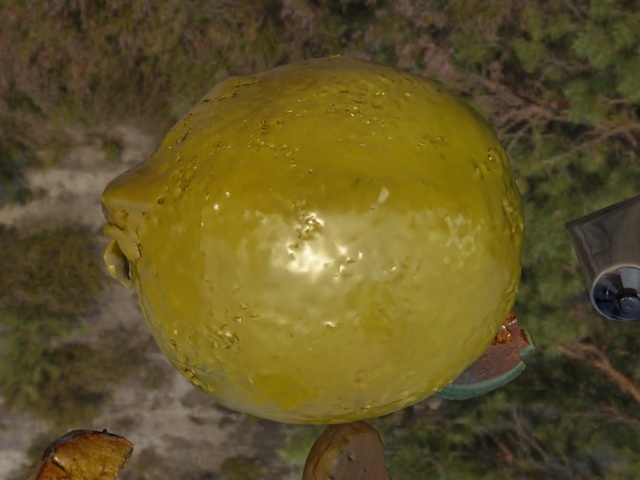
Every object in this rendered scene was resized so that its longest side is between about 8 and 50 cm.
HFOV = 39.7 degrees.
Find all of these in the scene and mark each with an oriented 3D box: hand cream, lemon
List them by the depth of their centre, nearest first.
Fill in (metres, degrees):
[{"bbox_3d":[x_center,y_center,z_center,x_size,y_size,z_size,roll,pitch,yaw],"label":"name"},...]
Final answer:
[{"bbox_3d":[0.000,0.000,0.416,0.206,0.174,0.173,5,168,-20],"label":"lemon"},{"bbox_3d":[0.264,0.010,0.793,0.087,0.054,0.186,-23,-160,22],"label":"hand cream"}]

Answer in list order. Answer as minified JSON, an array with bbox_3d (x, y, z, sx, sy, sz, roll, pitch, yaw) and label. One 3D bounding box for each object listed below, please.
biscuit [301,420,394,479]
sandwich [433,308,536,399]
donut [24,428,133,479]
[{"bbox_3d":[0.062,0.276,0.692,0.049,0.197,0.301,4,151,48],"label":"biscuit"},{"bbox_3d":[0.086,0.070,0.562,0.135,0.029,0.067,12,123,-35],"label":"sandwich"},{"bbox_3d":[-0.248,0.287,0.905,0.078,0.181,0.146,-32,154,31],"label":"donut"}]
